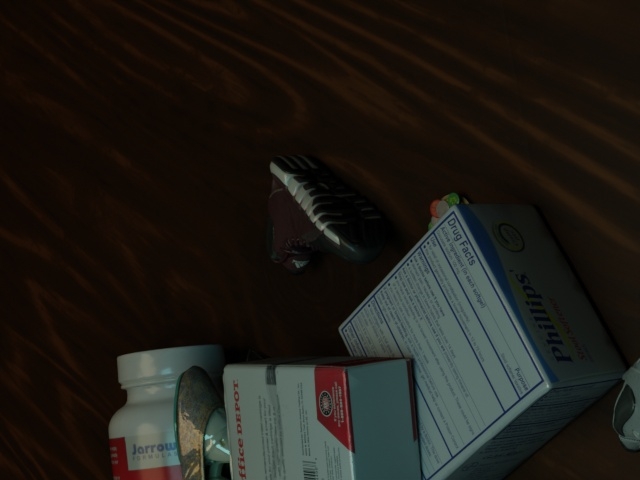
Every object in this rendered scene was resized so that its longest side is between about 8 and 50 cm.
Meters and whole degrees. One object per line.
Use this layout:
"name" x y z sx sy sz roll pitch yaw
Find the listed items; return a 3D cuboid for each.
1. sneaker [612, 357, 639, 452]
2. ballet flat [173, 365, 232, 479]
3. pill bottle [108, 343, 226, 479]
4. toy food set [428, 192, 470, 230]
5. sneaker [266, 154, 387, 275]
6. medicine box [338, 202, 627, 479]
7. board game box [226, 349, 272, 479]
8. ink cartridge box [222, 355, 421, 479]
"sneaker" 0.402 0.233 1.565 0.132 0.086 0.228 -49 45 46
"ballet flat" -0.145 0.337 1.985 0.106 0.107 0.316 -3 88 28
"pill bottle" -0.215 0.376 2.200 0.229 0.229 0.407 -16 79 50
"toy food set" 0.177 -0.023 1.868 0.083 0.020 0.082 -39 62 45
"sneaker" 0.000 0.000 2.038 0.281 0.106 0.162 51 134 50
"medicine box" 0.196 0.139 1.749 0.289 0.149 0.263 -49 55 39
"board game box" -0.091 0.303 2.007 0.136 0.030 0.259 27 106 45
"ink cartridge box" -0.002 0.252 1.798 0.273 0.114 0.197 -5 90 52
